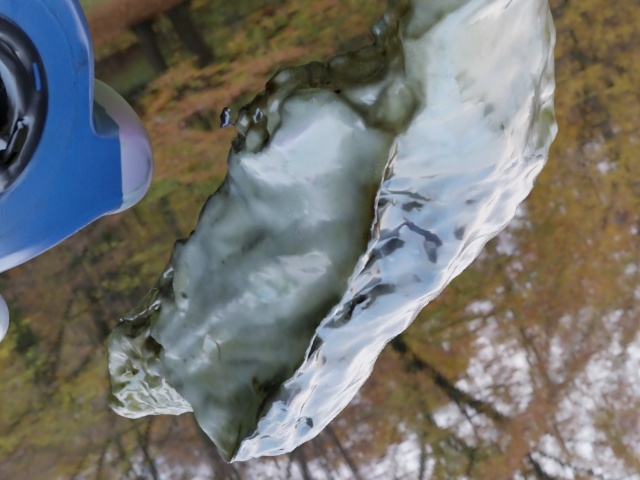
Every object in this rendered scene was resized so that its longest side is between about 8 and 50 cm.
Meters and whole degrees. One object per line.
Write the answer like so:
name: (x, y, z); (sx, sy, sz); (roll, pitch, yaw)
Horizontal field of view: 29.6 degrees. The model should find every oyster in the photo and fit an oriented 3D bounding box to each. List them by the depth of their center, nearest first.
oyster: (0.002, 0.004, 0.537); (0.341, 0.110, 0.166); (-48, 169, 28)

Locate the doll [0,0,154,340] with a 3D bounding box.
doll: (-0.255, -0.083, 0.531); (0.310, 0.284, 0.240); (17, -149, 33)
